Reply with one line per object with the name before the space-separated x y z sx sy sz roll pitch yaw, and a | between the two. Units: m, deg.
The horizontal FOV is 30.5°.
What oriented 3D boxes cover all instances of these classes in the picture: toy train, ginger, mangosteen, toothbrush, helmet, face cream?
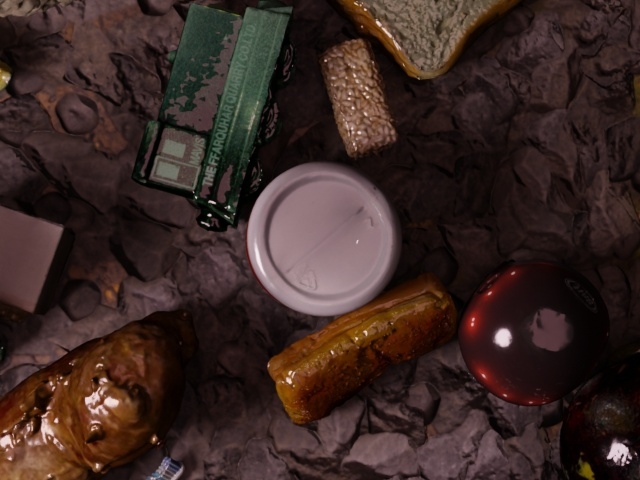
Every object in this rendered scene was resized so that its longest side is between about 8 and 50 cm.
toy train | -0.139 -0.180 1.600 0.178 0.138 0.330 15 86 1
ginger | -0.328 0.249 1.520 0.418 0.254 0.176 -39 97 0
mangosteen | 0.458 0.271 1.571 0.288 0.288 0.288 0 88 -4
toothbrush | -0.318 0.451 1.611 0.040 0.040 0.386 40 89 -2
helmet | 0.287 0.127 1.604 0.189 0.193 0.216 45 127 -1
face cream | 0.000 0.000 1.574 0.201 0.187 0.201 0 88 -5

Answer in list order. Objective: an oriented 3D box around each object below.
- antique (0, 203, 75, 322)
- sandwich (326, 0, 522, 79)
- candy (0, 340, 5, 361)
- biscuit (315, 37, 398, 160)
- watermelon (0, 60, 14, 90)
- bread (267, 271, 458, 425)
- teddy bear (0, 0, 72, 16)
antique | -0.420 0.027 1.559 0.146 0.152 0.148 18 84 -5
sandwich | 0.157 -0.369 1.652 0.251 0.087 0.226 -45 93 -5
candy | -0.527 0.115 1.458 0.262 0.398 0.172 31 54 -2
biscuit | 0.053 -0.199 1.646 0.082 0.070 0.169 -19 87 -9
watermelon | -0.507 -0.247 1.596 0.181 0.092 0.075 30 100 -11
bread | 0.064 0.154 1.612 0.270 0.139 0.077 -28 51 -6
teddy bear | -0.390 -0.485 1.557 0.357 0.224 0.368 -33 89 -24
